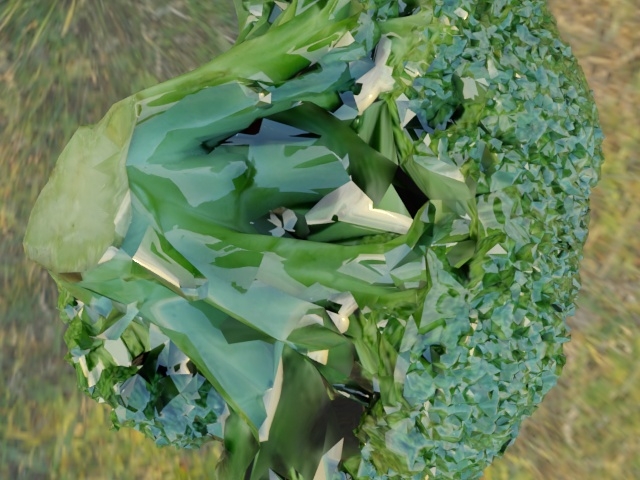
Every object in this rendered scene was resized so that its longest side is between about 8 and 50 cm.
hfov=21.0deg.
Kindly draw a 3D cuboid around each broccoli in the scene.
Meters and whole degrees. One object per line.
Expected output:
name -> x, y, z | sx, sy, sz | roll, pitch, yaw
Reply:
broccoli -> 0.002, -0.009, 0.997 | 0.321, 0.413, 0.310 | -50, 124, -15
